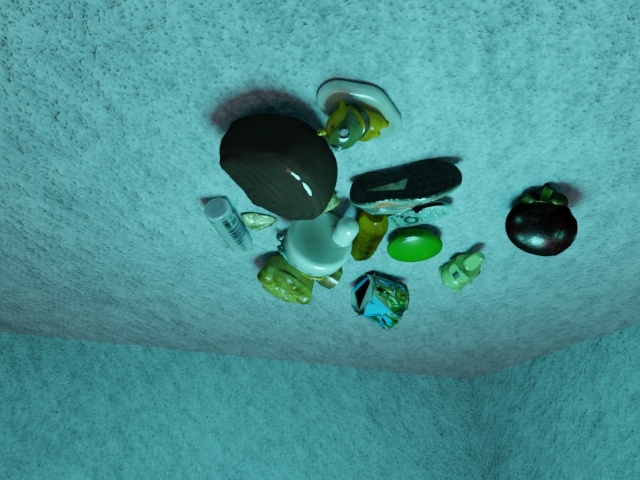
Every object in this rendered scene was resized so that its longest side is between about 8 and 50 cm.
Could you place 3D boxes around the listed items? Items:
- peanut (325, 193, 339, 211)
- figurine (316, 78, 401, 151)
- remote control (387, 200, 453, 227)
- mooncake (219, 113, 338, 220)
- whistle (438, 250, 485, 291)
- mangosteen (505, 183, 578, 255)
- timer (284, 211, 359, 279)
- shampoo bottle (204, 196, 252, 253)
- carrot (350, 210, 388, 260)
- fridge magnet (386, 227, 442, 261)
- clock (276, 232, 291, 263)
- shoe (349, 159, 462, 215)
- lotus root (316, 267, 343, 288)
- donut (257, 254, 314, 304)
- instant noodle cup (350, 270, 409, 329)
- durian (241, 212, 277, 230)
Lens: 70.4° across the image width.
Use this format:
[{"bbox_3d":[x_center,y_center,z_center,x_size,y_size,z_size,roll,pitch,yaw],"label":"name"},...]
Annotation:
[{"bbox_3d":[-0.026,-0.124,1.482,0.175,0.080,0.080,-7,150,3],"label":"peanut"},{"bbox_3d":[0.102,-0.281,1.137,0.250,0.141,0.166,14,146,-23],"label":"figurine"},{"bbox_3d":[0.329,-0.090,1.567,0.256,0.045,0.097,-12,146,27],"label":"remote control"},{"bbox_3d":[-0.116,-0.189,1.231,0.334,0.174,0.326,19,159,-8],"label":"mooncake"},{"bbox_3d":[0.583,0.119,1.861,0.106,0.131,0.288,-31,164,-29],"label":"whistle"},{"bbox_3d":[0.725,-0.056,1.475,0.216,0.216,0.216,0,150,0],"label":"mangosteen"},{"bbox_3d":[0.000,0.000,1.537,0.234,0.233,0.240,8,153,-13],"label":"timer"},{"bbox_3d":[-0.314,-0.035,1.622,0.092,0.092,0.303,-5,151,9],"label":"shampoo bottle"},{"bbox_3d":[0.171,-0.021,1.615,0.114,0.114,0.301,2,153,-3],"label":"carrot"},{"bbox_3d":[0.355,0.021,1.716,0.208,0.088,0.208,0,151,0],"label":"fridge magnet"},{"bbox_3d":[-0.084,0.038,1.696,0.189,0.148,0.060,26,123,-32],"label":"clock"},{"bbox_3d":[0.271,-0.138,1.410,0.337,0.132,0.171,-9,154,19],"label":"shoe"},{"bbox_3d":[0.032,0.145,1.910,0.081,0.112,0.122,25,144,-24],"label":"lotus root"},{"bbox_3d":[-0.144,0.163,1.896,0.209,0.128,0.261,7,150,25],"label":"donut"},{"bbox_3d":[0.253,0.259,2.019,0.178,0.240,0.240,24,143,-23],"label":"instant noodle cup"},{"bbox_3d":[-0.221,-0.070,1.625,0.131,0.052,0.066,8,111,-18],"label":"durian"}]
